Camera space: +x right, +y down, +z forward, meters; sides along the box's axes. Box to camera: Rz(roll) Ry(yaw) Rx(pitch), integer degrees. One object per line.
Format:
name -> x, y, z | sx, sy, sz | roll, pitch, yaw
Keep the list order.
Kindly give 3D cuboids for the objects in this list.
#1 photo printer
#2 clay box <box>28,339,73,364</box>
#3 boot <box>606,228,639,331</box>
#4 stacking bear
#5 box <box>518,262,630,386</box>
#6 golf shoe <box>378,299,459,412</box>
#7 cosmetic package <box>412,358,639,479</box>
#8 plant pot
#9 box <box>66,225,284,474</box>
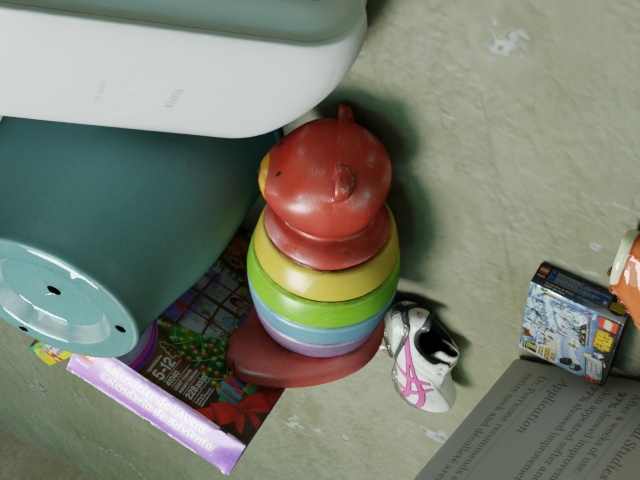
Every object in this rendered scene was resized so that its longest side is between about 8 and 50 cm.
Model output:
photo printer -> -0.126, -0.161, 0.871 | 0.308, 0.107, 0.256 | 4, 168, -18
clay box -> -0.380, 0.123, 1.774 | 0.053, 0.127, 0.222 | 40, 153, -13
boot -> 0.284, 0.053, 0.960 | 0.085, 0.059, 0.158 | 24, 145, 26
stacking bear -> 0.000, 0.000, 1.091 | 0.164, 0.175, 0.289 | 9, 142, 2
box -> 0.244, 0.083, 1.087 | 0.094, 0.027, 0.137 | 26, 154, 19
golf shoe -> 0.122, 0.141, 1.285 | 0.086, 0.067, 0.186 | 9, 145, 39
cosmetic package -> 0.304, 0.359, 1.071 | 0.394, 0.329, 0.327 | 7, 128, 45
plant pot -> -0.209, -0.039, 1.088 | 0.272, 0.255, 0.271 | 17, 146, 12
box -> -0.114, 0.097, 1.238 | 0.201, 0.293, 0.057 | 32, 127, 3
